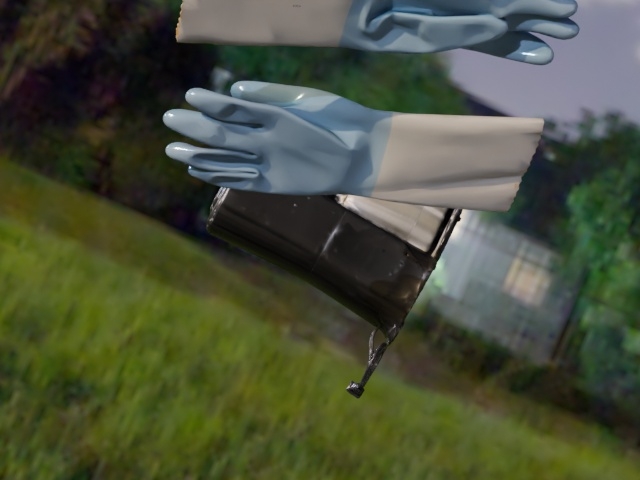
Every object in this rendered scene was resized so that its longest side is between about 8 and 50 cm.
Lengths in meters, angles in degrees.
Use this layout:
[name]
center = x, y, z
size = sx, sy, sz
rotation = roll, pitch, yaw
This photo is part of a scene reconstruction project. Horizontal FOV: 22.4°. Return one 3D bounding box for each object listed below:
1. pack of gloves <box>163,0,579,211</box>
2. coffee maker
[pack of gloves]
center = 0.026, -0.105, 0.949
size = 0.232, 0.046, 0.195
rotation = 4, -44, -13
[coffee maker]
center = 0.000, 0.000, 1.287
size = 0.178, 0.171, 0.120
rotation = 28, -30, 1
